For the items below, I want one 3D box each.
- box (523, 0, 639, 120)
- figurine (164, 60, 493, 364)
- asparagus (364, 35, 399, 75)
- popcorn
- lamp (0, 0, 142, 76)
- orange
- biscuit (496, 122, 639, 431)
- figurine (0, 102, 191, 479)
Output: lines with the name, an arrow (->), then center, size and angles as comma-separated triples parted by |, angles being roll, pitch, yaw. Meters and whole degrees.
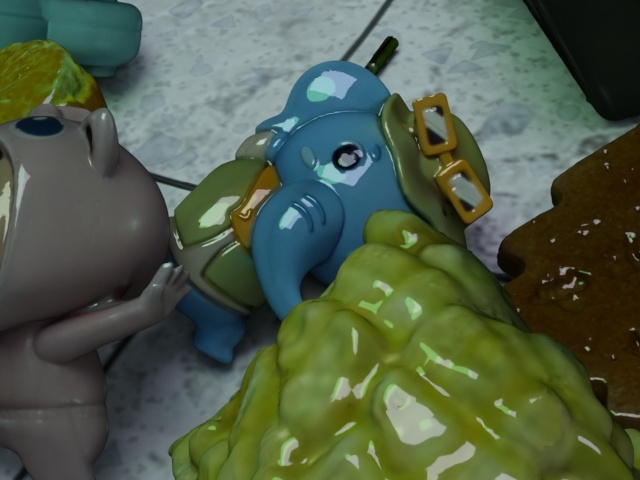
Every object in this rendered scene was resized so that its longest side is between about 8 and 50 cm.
box -> 0.225, -0.251, 1.087 | 0.166, 0.220, 0.290 | -31, 45, 10
figurine -> -0.001, -0.001, 0.956 | 0.262, 0.154, 0.180 | -39, 59, -3
asparagus -> 0.031, -0.131, 1.147 | 0.018, 0.015, 0.127 | 12, 49, 33
popcorn -> 0.056, 0.128, 0.739 | 0.237, 0.293, 0.293 | -56, 49, 14
lamp -> -0.294, -0.180, 1.153 | 0.284, 0.147, 0.209 | -16, 18, -17
orange -> -0.269, -0.045, 1.018 | 0.237, 0.158, 0.179 | -28, 39, -22
biscuit -> 0.242, 0.021, 0.940 | 0.278, 0.043, 0.301 | 4, 46, 17
figurine -> -0.194, 0.053, 0.862 | 0.186, 0.287, 0.176 | 7, 5, -31
